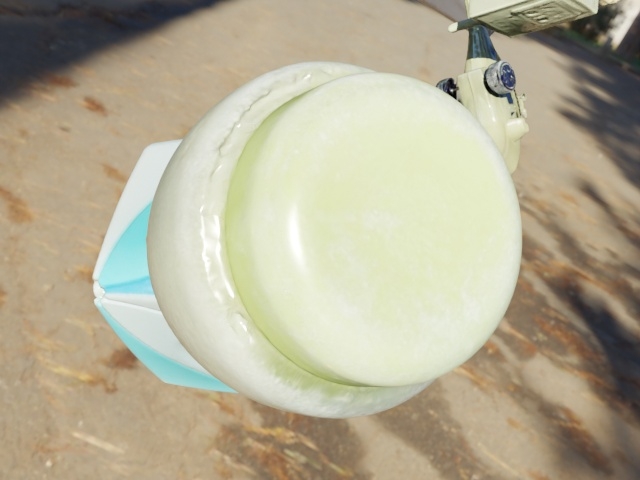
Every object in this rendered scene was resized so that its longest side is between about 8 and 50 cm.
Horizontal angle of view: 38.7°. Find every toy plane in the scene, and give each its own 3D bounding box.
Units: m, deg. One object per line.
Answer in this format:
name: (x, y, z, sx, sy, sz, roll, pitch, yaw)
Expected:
toy plane: (0.191, -0.215, 1.068, 0.092, 0.286, 0.108, -14, 2, 44)

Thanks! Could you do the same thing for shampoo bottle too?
shampoo bottle: (0.000, 0.000, 0.854, 0.323, 0.322, 0.317, 18, -13, -28)

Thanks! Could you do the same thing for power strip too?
power strip: (0.197, -0.240, 0.927, 0.075, 0.042, 0.175, 11, -12, -40)

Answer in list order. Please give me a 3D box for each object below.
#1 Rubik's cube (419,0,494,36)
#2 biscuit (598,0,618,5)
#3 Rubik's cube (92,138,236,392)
Rubik's cube: (0.223, -0.561, 1.391, 0.318, 0.316, 0.313, 38, -11, 20)
biscuit: (0.411, -0.341, 1.091, 0.219, 0.061, 0.055, -25, 15, -22)
Rubik's cube: (-0.148, 0.046, 1.584, 0.352, 0.352, 0.347, 2, 56, 14)
